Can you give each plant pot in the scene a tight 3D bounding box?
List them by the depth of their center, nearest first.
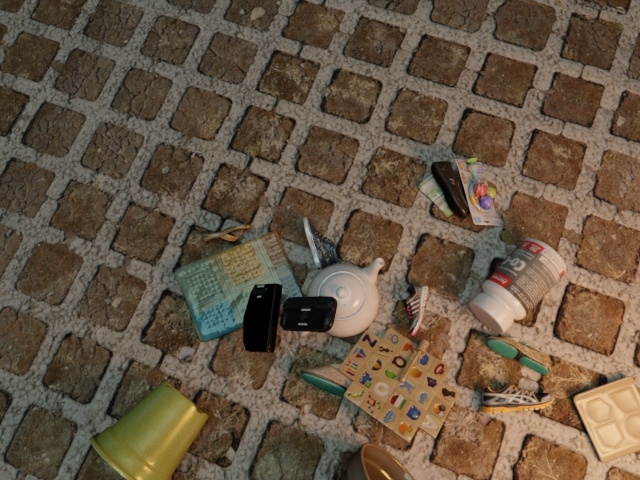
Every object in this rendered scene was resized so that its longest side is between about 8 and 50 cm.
[{"bbox_3d":[0.124,0.776,1.459,0.280,0.323,0.323,-44,76,10],"label":"plant pot"},{"bbox_3d":[-0.481,0.569,1.574,0.276,0.276,0.254,36,68,12],"label":"plant pot"}]

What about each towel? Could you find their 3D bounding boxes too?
[{"bbox_3d":[-0.270,0.150,1.772,0.371,0.040,0.271,-23,75,-4],"label":"towel"},{"bbox_3d":[0.425,-0.168,1.818,0.113,0.023,0.152,-40,76,-6],"label":"towel"}]

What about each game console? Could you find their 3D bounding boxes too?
[{"bbox_3d":[-0.101,0.235,1.598,0.362,0.044,0.213,-6,70,40],"label":"game console"}]

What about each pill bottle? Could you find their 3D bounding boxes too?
[{"bbox_3d":[0.607,0.142,1.648,0.283,0.161,0.161,-44,76,-8],"label":"pill bottle"}]

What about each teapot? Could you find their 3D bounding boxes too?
[{"bbox_3d":[0.064,0.183,1.662,0.253,0.187,0.255,4,76,5],"label":"teapot"}]

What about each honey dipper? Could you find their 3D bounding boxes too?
[{"bbox_3d":[0.287,0.374,1.642,0.031,0.030,0.160,35,59,12],"label":"honey dipper"}]

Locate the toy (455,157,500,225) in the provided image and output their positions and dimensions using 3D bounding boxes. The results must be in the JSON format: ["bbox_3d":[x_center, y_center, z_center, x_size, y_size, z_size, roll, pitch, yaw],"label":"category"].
[{"bbox_3d":[0.537,-0.168,1.760,0.137,0.056,0.237,1,66,-35],"label":"toy"}]

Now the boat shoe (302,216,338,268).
[{"bbox_3d":[0.000,0.000,1.783,0.083,0.065,0.183,-17,81,-2],"label":"boat shoe"}]

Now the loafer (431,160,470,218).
[{"bbox_3d":[0.450,-0.179,1.769,0.079,0.080,0.219,-23,76,-4],"label":"loafer"}]

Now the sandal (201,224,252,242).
[{"bbox_3d":[-0.315,-0.016,1.807,0.180,0.072,0.048,-18,90,0],"label":"sandal"}]

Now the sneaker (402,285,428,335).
[{"bbox_3d":[0.294,0.219,1.702,0.075,0.063,0.170,13,71,7],"label":"sneaker"}]

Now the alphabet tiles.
[{"bbox_3d":[0.239,0.430,1.616,0.343,0.011,0.285,33,55,12],"label":"alphabet tiles"}]

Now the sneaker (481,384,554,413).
[{"bbox_3d":[0.592,0.474,1.602,0.215,0.084,0.083,-6,70,3],"label":"sneaker"}]

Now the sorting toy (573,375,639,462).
[{"bbox_3d":[0.885,0.534,1.591,0.193,0.038,0.208,-19,79,-1],"label":"sorting toy"}]

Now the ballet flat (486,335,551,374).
[{"bbox_3d":[0.619,0.342,1.652,0.206,0.073,0.067,29,51,8],"label":"ballet flat"}]

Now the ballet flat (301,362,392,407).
[{"bbox_3d":[0.097,0.443,1.645,0.316,0.107,0.106,25,58,5],"label":"ballet flat"}]
